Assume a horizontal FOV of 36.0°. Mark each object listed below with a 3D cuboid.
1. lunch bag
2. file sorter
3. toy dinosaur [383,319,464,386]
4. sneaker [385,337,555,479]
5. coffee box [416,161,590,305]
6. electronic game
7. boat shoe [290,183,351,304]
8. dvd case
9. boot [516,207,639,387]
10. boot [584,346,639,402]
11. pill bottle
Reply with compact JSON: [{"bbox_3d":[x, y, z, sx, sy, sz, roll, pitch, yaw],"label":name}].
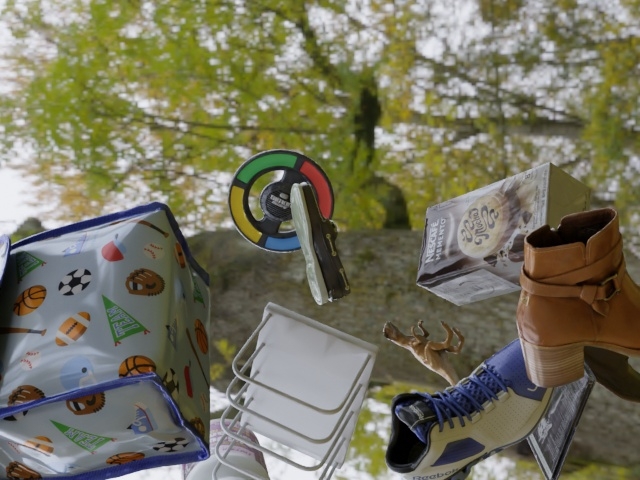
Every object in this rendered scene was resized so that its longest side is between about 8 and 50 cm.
[{"bbox_3d":[-0.362,0.152,1.345,0.328,0.385,0.239,-94,-13,-45],"label":"lunch bag"},{"bbox_3d":[-0.051,0.282,1.564,0.173,0.192,0.278,-54,-18,-51],"label":"file sorter"},{"bbox_3d":[0.203,0.203,1.696,0.112,0.211,0.064,-51,-16,10],"label":"toy dinosaur"},{"bbox_3d":[0.220,0.282,1.567,0.315,0.127,0.182,-45,-42,5],"label":"sneaker"},{"bbox_3d":[0.323,-0.004,1.758,0.119,0.297,0.168,27,-120,-31],"label":"coffee box"},{"bbox_3d":[-0.084,-0.083,2.089,0.048,0.229,0.229,-79,-20,-69],"label":"electronic game"},{"bbox_3d":[0.000,0.000,1.817,0.068,0.081,0.228,-15,-83,-16],"label":"boat shoe"},{"bbox_3d":[0.404,0.279,1.685,0.164,0.018,0.221,-104,25,-61],"label":"dvd case"},{"bbox_3d":[0.374,0.048,1.282,0.283,0.109,0.220,-18,-59,-15],"label":"boot"},{"bbox_3d":[0.537,0.216,1.755,0.082,0.219,0.106,-95,27,-65],"label":"boot"},{"bbox_3d":[-0.180,0.462,1.871,0.301,0.169,0.169,-137,44,-77],"label":"pill bottle"}]
